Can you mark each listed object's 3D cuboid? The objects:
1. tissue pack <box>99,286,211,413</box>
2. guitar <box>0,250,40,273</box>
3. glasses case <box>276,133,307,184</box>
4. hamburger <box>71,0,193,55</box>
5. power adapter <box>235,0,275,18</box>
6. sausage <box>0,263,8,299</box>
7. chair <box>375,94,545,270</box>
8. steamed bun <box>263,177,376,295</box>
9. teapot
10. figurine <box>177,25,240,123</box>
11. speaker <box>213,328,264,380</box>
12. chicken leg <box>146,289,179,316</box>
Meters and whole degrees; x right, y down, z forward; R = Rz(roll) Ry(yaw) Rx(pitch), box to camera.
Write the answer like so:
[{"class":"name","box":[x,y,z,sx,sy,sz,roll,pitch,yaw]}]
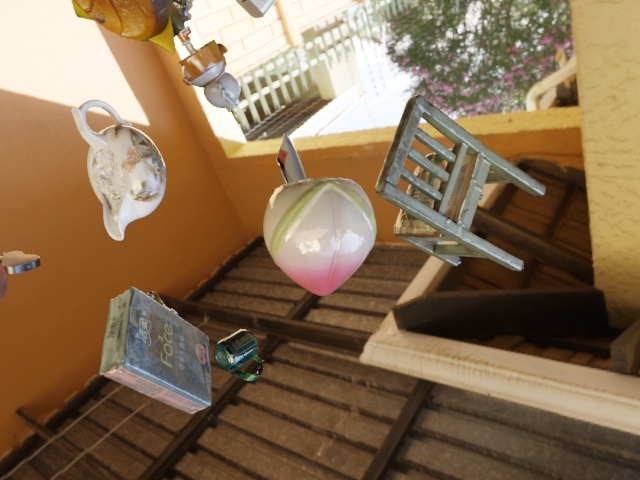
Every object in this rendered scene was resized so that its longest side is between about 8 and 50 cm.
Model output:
[{"class":"tissue pack","box":[-0.415,0.294,1.291,0.103,0.316,0.228,-28,-134,13]},{"class":"guitar","box":[-0.856,0.046,1.352,0.233,0.025,0.088,14,-157,31]},{"class":"glasses case","box":[-0.098,-0.236,1.805,0.083,0.308,0.128,-20,166,1]},{"class":"hamburger","box":[-0.308,-0.434,0.783,0.243,0.262,0.139,24,-115,5]},{"class":"power adapter","box":[-0.183,-0.849,1.618,0.205,0.125,0.130,-54,-148,-2]},{"class":"sausage","box":[-0.376,0.021,0.463,0.088,0.088,0.433,-34,-179,-22]},{"class":"chair","box":[0.162,-0.066,0.691,0.147,0.270,0.136,5,-107,61]},{"class":"steamed bun","box":[0.000,0.000,1.287,0.309,0.309,0.309,-18,-153,9]},{"class":"teapot","box":[-0.439,-0.157,1.089,0.204,0.298,0.139,-11,-170,38]},{"class":"figurine","box":[-0.295,-0.432,1.327,0.143,0.271,0.143,-14,-156,6]},{"class":"speaker","box":[-0.150,0.219,0.928,0.060,0.094,0.075,-27,179,40]},{"class":"chicken leg","box":[-0.530,0.270,1.698,0.088,0.103,0.227,-40,-114,-17]}]
